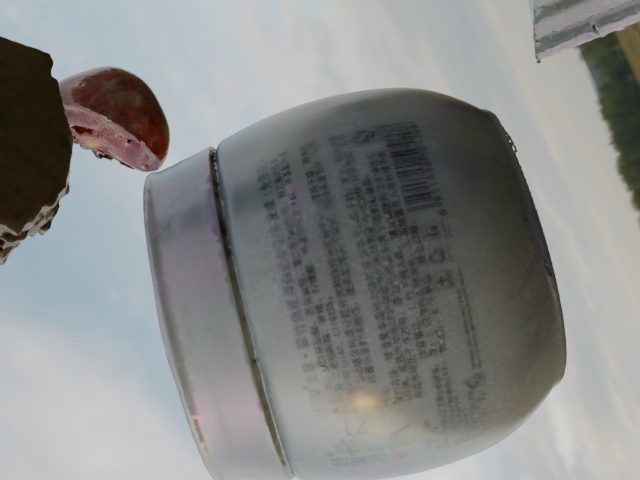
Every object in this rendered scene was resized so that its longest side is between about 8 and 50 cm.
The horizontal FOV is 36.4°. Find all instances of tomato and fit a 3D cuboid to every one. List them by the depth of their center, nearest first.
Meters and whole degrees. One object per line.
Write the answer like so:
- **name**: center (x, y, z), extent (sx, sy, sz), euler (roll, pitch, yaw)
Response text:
- **tomato**: center (-0.245, -0.154, 1.166), extent (0.159, 0.139, 0.091), euler (33, -111, -21)

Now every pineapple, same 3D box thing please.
- **pineapple**: center (-0.368, -0.020, 0.758), extent (0.202, 0.362, 0.202), euler (43, -151, -32)

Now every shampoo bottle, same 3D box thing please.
- **shampoo bottle**: center (0.018, 0.035, 0.701), extent (0.273, 0.267, 0.272), euler (-13, -90, -89)

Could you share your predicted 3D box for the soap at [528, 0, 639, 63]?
- **soap**: center (0.220, -0.291, 0.967), extent (0.258, 0.302, 0.158), euler (-2, -97, -32)
